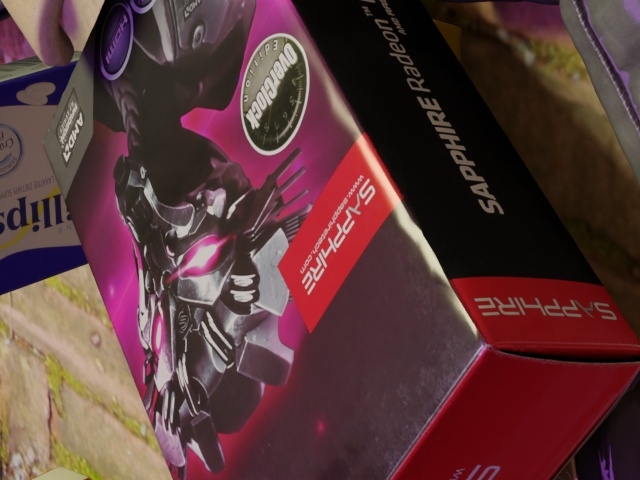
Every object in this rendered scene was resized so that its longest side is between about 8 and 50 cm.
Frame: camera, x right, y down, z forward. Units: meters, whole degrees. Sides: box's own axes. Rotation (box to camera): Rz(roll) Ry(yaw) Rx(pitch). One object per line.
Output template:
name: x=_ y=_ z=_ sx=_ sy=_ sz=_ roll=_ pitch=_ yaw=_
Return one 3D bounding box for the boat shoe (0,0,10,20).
boat shoe: x=-0.296 y=-0.157 z=1.205 sx=0.301 sy=0.108 sz=0.102 roll=-20 pitch=89 yaw=46

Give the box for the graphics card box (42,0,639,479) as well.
graphics card box: x=-0.015 y=-0.006 z=0.815 sx=0.233 sy=0.094 sz=0.371 roll=-59 pitch=41 yaw=36

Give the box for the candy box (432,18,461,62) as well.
candy box: x=0.029 y=-0.004 z=0.862 sx=0.105 sy=0.027 sz=0.206 roll=-6 pitch=79 yaw=51

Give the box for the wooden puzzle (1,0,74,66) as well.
wooden puzzle: x=-0.151 y=-0.318 z=0.905 sx=0.322 sy=0.080 sz=0.348 roll=53 pitch=137 yaw=42

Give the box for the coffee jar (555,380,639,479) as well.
coffee jar: x=0.113 y=0.109 z=0.825 sx=0.184 sy=0.079 sz=0.096 roll=-5 pitch=96 yaw=53

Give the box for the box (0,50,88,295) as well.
box: x=-0.200 y=-0.046 z=1.110 sx=0.072 sy=0.126 sz=0.137 roll=9 pitch=114 yaw=48

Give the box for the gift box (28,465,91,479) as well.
gift box: x=-0.212 y=0.346 z=1.208 sx=0.258 sy=0.255 sz=0.276 roll=14 pitch=113 yaw=46

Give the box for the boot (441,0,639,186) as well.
boot: x=0.133 y=-0.070 z=0.733 sx=0.208 sy=0.076 sz=0.189 roll=58 pitch=158 yaw=-5
